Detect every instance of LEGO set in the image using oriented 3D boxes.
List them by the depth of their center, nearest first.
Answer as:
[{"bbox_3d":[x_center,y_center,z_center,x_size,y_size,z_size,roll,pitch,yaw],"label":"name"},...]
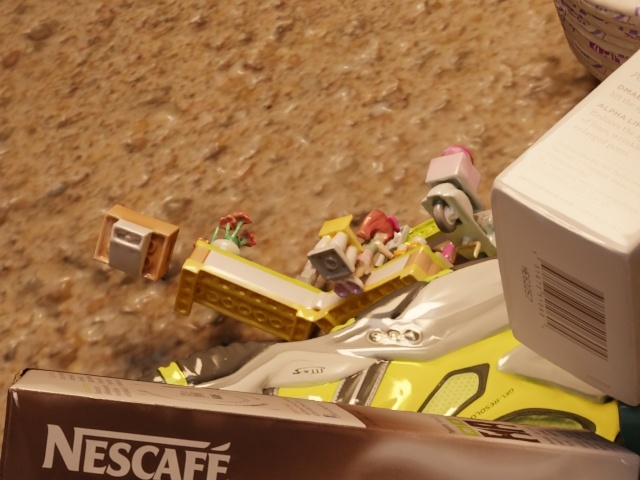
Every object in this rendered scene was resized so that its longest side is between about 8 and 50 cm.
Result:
[{"bbox_3d":[0.000,0.000,1.124,0.287,0.132,0.107,-5,39,30],"label":"LEGO set"}]

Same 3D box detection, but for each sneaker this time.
[{"bbox_3d":[-0.002,0.136,0.941,0.384,0.145,0.147,-24,57,-11],"label":"sneaker"}]

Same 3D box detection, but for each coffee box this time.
[{"bbox_3d":[-0.011,0.162,0.831,0.297,0.119,0.168,8,90,-6],"label":"coffee box"}]

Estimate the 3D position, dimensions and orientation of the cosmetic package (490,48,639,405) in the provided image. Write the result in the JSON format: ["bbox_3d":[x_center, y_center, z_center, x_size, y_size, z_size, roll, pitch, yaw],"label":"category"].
[{"bbox_3d":[0.191,-0.042,0.833,0.085,0.117,0.231,32,61,33],"label":"cosmetic package"}]

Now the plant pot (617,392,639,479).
[{"bbox_3d":[0.281,0.066,0.898,0.234,0.165,0.166,-5,47,14],"label":"plant pot"}]

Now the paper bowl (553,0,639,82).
[{"bbox_3d":[0.295,-0.193,1.139,0.284,0.148,0.284,-14,45,14],"label":"paper bowl"}]
